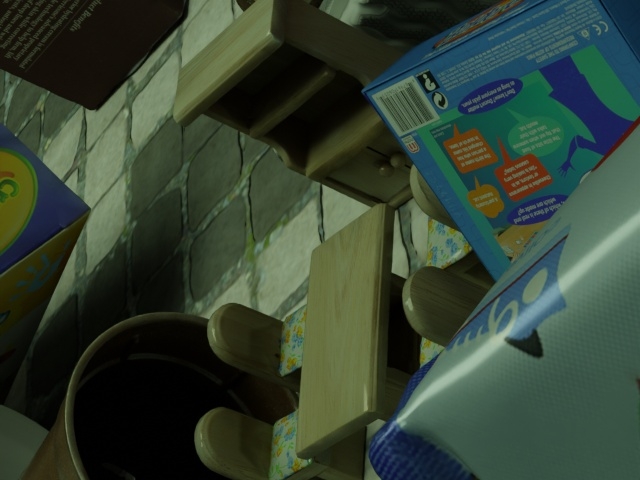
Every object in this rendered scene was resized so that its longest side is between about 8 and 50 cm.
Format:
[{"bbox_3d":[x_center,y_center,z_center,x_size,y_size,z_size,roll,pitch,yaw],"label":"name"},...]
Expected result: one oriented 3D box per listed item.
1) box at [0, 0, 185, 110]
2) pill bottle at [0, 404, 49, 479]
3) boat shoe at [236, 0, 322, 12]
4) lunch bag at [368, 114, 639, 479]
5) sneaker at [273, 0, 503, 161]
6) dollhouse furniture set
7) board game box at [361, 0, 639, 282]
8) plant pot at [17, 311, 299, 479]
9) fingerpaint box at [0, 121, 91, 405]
[{"bbox_3d":[-0.244,-0.258,1.694,0.168,0.203,0.167,-39,37,41],"label":"box"},{"bbox_3d":[-0.329,0.321,1.356,0.408,0.229,0.229,-51,30,25],"label":"pill bottle"},{"bbox_3d":[-0.067,-0.243,1.484,0.095,0.095,0.257,-58,28,16],"label":"boat shoe"},{"bbox_3d":[0.253,-0.030,0.552,0.328,0.239,0.385,-44,-3,34],"label":"lunch bag"},{"bbox_3d":[0.052,-0.162,1.194,0.281,0.105,0.115,-43,35,39],"label":"sneaker"},{"bbox_3d":[0.000,0.000,1.096,0.212,0.161,0.242,-36,40,44],"label":"dollhouse furniture set"},{"bbox_3d":[0.134,-0.015,0.830,0.047,0.210,0.160,-42,12,-35],"label":"board game box"},{"bbox_3d":[-0.114,0.155,1.197,0.165,0.167,0.167,-45,33,49],"label":"plant pot"},{"bbox_3d":[-0.416,0.131,1.399,0.445,0.163,0.371,-40,-10,-38],"label":"fingerpaint box"}]
